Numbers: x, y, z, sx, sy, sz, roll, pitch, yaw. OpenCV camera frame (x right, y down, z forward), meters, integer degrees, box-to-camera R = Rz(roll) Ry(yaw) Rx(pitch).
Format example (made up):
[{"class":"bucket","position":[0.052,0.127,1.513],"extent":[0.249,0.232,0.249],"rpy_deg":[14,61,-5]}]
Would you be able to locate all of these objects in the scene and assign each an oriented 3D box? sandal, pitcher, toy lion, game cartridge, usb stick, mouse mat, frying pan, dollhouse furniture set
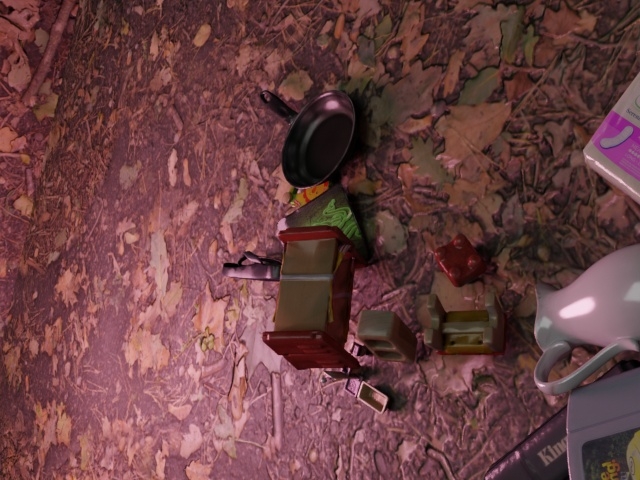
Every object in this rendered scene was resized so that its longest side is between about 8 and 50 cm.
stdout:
[{"class":"sandal","position":[-0.105,0.049,1.464],"extent":[0.255,0.097,0.054],"rpy_deg":[-2,81,57]},{"class":"pitcher","position":[0.352,0.098,0.920],"extent":[0.207,0.125,0.177],"rpy_deg":[-26,32,46]},{"class":"toy lion","position":[-0.019,-0.093,1.467],"extent":[0.100,0.034,0.096],"rpy_deg":[40,104,45]},{"class":"game cartridge","position":[0.370,0.268,0.813],"extent":[0.196,0.060,0.294],"rpy_deg":[-30,42,29]},{"class":"usb stick","position":[0.321,0.261,0.997],"extent":[0.278,0.045,0.077],"rpy_deg":[-50,48,28]},{"class":"mouse mat","position":[0.000,0.000,1.412],"extent":[0.190,0.007,0.152],"rpy_deg":[-31,75,38]},{"class":"frying pan","position":[-0.039,-0.194,1.482],"extent":[0.326,0.053,0.197],"rpy_deg":[12,82,52]},{"class":"dollhouse furniture set","position":[0.108,0.091,1.210],"extent":[0.374,0.152,0.201],"rpy_deg":[-3,62,24]},{"class":"dollhouse furniture set","position":[0.061,0.229,1.266],"extent":[0.114,0.081,0.090],"rpy_deg":[26,101,48]}]

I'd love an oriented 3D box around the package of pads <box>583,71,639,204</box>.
[{"class":"package of pads","position":[0.473,-0.150,0.877],"extent":[0.296,0.101,0.229],"rpy_deg":[-58,47,21]}]
